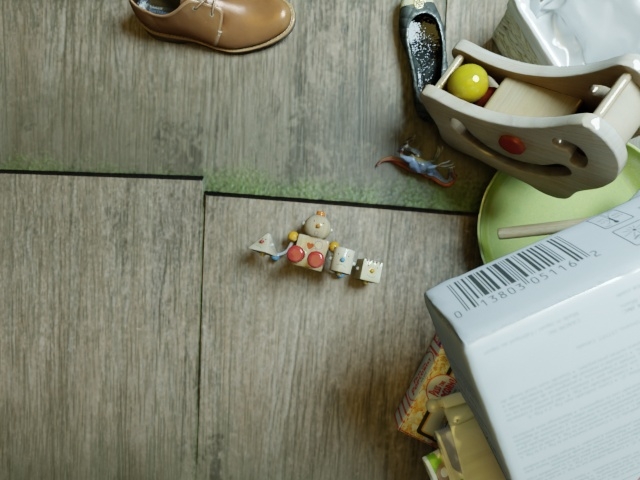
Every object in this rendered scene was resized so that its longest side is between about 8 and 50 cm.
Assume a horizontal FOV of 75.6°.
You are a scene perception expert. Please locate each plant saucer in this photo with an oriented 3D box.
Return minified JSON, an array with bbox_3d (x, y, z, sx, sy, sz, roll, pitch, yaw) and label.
[{"bbox_3d":[0.318,-0.016,0.528,0.241,0.037,0.241,0,93,3],"label":"plant saucer"}]

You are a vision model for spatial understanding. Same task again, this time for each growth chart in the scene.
[{"bbox_3d":[0.201,0.284,0.485,0.172,0.021,0.237,-8,86,-6],"label":"growth chart"}]

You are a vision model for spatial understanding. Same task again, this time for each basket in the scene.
[{"bbox_3d":[0.298,-0.225,0.488,0.113,0.103,0.167,-32,89,4],"label":"basket"}]

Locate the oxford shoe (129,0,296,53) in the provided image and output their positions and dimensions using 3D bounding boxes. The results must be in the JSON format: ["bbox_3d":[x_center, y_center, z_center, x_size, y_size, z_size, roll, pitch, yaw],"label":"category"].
[{"bbox_3d":[-0.138,-0.291,0.527,0.212,0.076,0.076,2,91,2],"label":"oxford shoe"}]

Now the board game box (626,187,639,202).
[{"bbox_3d":[0.433,0.098,0.490,0.305,0.053,0.193,41,94,-11],"label":"board game box"}]

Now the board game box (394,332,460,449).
[{"bbox_3d":[0.217,0.218,0.540,0.193,0.045,0.147,27,94,1],"label":"board game box"}]

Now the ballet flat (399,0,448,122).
[{"bbox_3d":[0.137,-0.237,0.523,0.057,0.049,0.173,-11,92,5],"label":"ballet flat"}]

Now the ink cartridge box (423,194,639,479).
[{"bbox_3d":[0.311,0.150,0.413,0.308,0.091,0.385,-25,117,3],"label":"ink cartridge box"}]

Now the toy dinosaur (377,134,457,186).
[{"bbox_3d":[0.138,-0.099,0.546,0.090,0.047,0.082,-24,112,45],"label":"toy dinosaur"}]

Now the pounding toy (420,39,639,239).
[{"bbox_3d":[0.217,-0.092,0.421,0.269,0.154,0.155,35,88,25],"label":"pounding toy"}]

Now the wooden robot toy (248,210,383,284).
[{"bbox_3d":[0.000,0.000,0.535,0.173,0.076,0.079,14,82,2],"label":"wooden robot toy"}]
